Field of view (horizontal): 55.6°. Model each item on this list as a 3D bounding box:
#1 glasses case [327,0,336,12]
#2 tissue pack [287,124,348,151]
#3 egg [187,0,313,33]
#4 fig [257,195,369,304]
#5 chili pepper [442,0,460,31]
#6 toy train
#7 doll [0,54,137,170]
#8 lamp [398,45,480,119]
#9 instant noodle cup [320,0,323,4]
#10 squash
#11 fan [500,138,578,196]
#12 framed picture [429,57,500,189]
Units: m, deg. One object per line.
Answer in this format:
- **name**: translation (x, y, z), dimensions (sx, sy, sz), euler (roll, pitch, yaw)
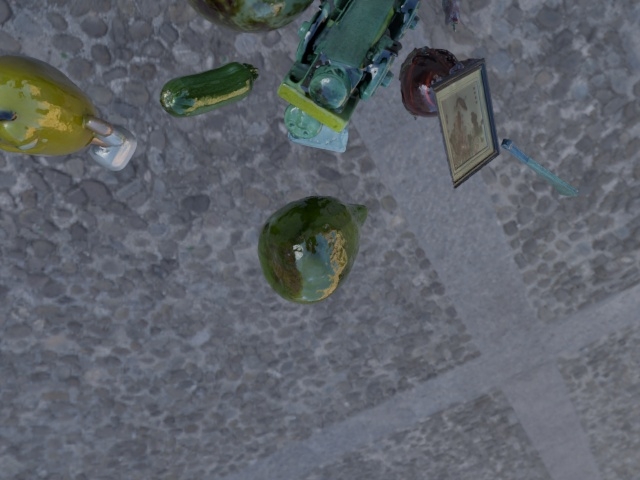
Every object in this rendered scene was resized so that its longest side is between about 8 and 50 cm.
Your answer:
- **glasses case**: translation (0.070, -0.513, 1.175), dimensions (0.128, 0.083, 0.308), euler (-5, 114, 4)
- **tissue pack**: translation (0.002, -0.364, 1.868), dimensions (0.177, 0.263, 0.089), euler (12, 116, -2)
- **egg**: translation (-0.127, -0.486, 1.061), dimensions (0.289, 0.238, 0.238), euler (2, 149, 39)
- **fig**: translation (-0.015, -0.002, 0.983), dimensions (0.167, 0.233, 0.167), euler (5, 123, 8)
- **chili pepper**: translation (0.312, -0.571, 1.446), dimensions (0.041, 0.050, 0.153), euler (-5, 92, -28)
- **toy train**: translation (0.033, -0.283, 0.947), dimensions (0.150, 0.369, 0.237), euler (31, 136, -7)
- **doll**: translation (-0.515, -0.228, 1.104), dimensions (0.423, 0.348, 0.161), euler (12, 89, -55)
- **lamp**: translation (0.276, -0.345, 1.423), dimensions (0.151, 0.223, 0.215), euler (-30, 126, -15)
- **instant noodle cup**: translation (0.110, -0.680, 1.572), dimensions (0.091, 0.274, 0.274), euler (-35, 145, -35)
- **squash**: translation (-0.190, -0.260, 1.047), dimensions (0.219, 0.068, 0.077), euler (-35, 158, -43)
- **fan**: translation (0.358, -0.117, 0.989), dimensions (0.193, 0.038, 0.016), euler (26, 84, -32)
- **framed picture**: translation (0.273, -0.219, 1.124), dimensions (0.199, 0.010, 0.195), euler (-35, 118, -39)
